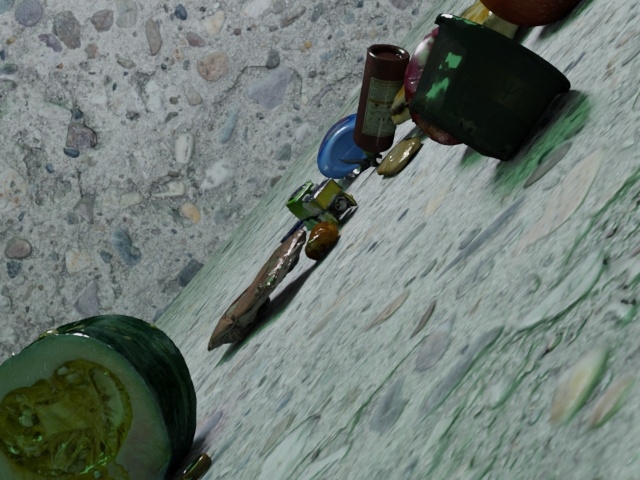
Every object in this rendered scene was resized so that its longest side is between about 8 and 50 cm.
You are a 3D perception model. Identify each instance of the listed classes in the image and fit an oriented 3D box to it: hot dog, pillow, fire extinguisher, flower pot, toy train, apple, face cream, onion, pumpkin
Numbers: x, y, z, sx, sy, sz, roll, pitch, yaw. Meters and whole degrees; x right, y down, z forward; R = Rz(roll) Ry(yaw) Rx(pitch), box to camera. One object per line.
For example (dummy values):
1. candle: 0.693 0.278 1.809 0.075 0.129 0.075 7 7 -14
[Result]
1. hot dog: 0.000 0.000 1.831 0.058 0.035 0.083 -46 8 18
2. pillow: -0.098 0.086 1.883 0.248 0.049 0.135 -49 4 47
3. fire extinguisher: 0.083 -0.207 1.992 0.099 0.071 0.231 -10 -53 -32
4. flower pot: 0.167 -0.151 1.246 0.107 0.157 0.157 -63 7 2
5. toy train: -0.047 -0.023 2.290 0.083 0.017 0.017 -50 5 -13
6. apple: 0.289 -0.386 1.606 0.201 0.162 0.201 -48 5 6
7. face cream: 0.053 -0.184 2.273 0.149 0.083 0.264 -45 7 5
8. onion: 0.185 -0.184 1.442 0.140 0.150 0.150 16 59 42
9. pumpkin: -0.288 0.225 1.587 0.293 0.263 0.197 -30 6 26
10. toy train: -0.001 -0.059 1.961 0.060 0.081 0.202 -50 8 -13

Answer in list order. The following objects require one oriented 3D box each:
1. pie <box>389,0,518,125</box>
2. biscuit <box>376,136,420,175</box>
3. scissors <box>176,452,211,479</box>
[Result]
1. pie: 0.231 -0.304 1.874 0.339 0.077 0.339 -48 6 7
2. biscuit: 0.120 -0.129 1.851 0.071 0.018 0.147 -52 9 -5
3. scissors: -0.202 0.324 1.449 0.220 0.017 0.088 -43 10 42
